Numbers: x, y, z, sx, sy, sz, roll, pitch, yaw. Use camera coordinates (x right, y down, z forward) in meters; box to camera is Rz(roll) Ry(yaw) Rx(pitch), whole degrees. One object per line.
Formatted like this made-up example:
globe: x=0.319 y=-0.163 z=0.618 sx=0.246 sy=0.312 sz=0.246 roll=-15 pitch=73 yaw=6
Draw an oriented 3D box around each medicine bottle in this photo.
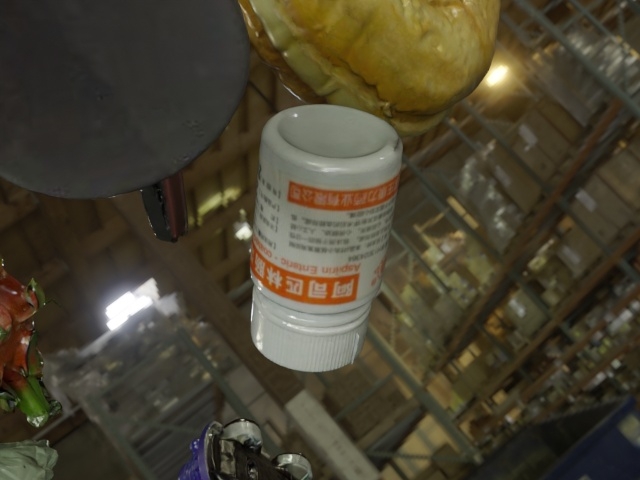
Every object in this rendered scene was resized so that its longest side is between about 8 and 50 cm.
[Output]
medicine bottle: x=0.000 y=0.000 z=1.010 sx=0.144 sy=0.144 sz=0.252 roll=-28 pitch=-43 yaw=-39

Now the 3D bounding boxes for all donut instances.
donut: x=0.054 y=-0.338 z=1.178 sx=0.198 sy=0.449 sz=0.449 roll=-8 pitch=10 yaw=41

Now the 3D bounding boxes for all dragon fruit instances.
dragon fruit: x=-0.326 y=0.091 z=0.979 sx=0.137 sy=0.236 sz=0.135 roll=-54 pitch=31 yaw=-11

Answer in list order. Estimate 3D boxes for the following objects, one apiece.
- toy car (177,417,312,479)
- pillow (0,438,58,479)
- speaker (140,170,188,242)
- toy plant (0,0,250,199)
toy car: x=-0.102 y=0.362 z=1.322 sx=0.158 sy=0.235 sz=0.172 roll=-40 pitch=27 yaw=15
pillow: x=-0.419 y=0.332 z=1.031 sx=0.310 sy=0.283 sz=0.138 roll=16 pitch=-33 yaw=-34
speaker: x=-0.278 y=-0.144 z=1.286 sx=0.198 sy=0.329 sz=0.259 roll=7 pitch=-84 yaw=-57
toy plant: x=-0.178 y=-0.199 z=0.599 sx=0.279 sy=0.400 sz=0.185 roll=11 pitch=-58 yaw=-32
